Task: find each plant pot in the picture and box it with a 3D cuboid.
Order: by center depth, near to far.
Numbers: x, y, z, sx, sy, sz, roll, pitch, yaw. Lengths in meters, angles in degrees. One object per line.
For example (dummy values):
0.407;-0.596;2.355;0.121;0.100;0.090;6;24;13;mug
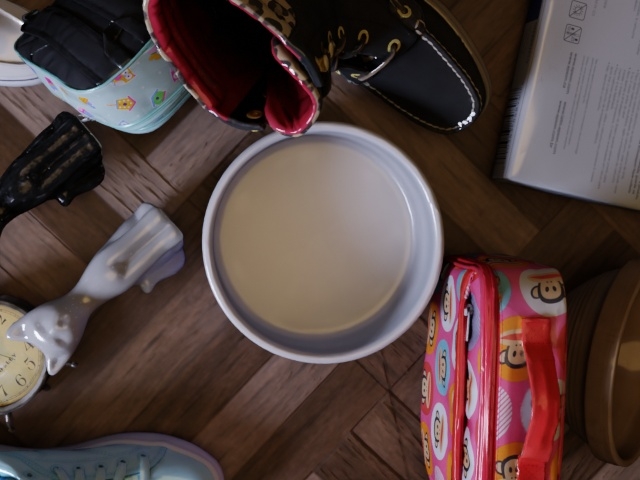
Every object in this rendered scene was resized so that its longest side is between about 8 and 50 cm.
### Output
0.322;0.132;1.109;0.110;0.237;0.237;9;93;34;plant pot

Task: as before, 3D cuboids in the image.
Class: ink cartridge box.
0.396;-0.194;1.145;0.330;0.071;0.324;13;91;-11;ink cartridge box

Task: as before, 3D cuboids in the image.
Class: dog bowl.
0.000;0.000;1.087;0.265;0.104;0.264;0;94;-7;dog bowl

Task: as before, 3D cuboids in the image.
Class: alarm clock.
-0.375;0.111;1.066;0.192;0.064;0.129;44;88;-11;alarm clock

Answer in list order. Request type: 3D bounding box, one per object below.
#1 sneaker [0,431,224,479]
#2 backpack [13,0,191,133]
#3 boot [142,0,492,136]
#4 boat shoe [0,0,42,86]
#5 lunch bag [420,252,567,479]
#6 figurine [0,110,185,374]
-0.286;0.290;1.045;0.366;0.150;0.135;-1;94;-7;sneaker
-0.201;-0.195;0.994;0.166;0.188;0.144;-48;132;-10;backpack
0.009;-0.193;0.970;0.377;0.284;0.138;43;127;-16;boot
-0.407;-0.241;1.027;0.268;0.088;0.096;25;90;-9;boat shoe
0.194;0.163;1.043;0.120;0.258;0.293;1;93;-8;lunch bag
-0.282;0.008;1.035;0.209;0.092;0.215;-44;98;-18;figurine
